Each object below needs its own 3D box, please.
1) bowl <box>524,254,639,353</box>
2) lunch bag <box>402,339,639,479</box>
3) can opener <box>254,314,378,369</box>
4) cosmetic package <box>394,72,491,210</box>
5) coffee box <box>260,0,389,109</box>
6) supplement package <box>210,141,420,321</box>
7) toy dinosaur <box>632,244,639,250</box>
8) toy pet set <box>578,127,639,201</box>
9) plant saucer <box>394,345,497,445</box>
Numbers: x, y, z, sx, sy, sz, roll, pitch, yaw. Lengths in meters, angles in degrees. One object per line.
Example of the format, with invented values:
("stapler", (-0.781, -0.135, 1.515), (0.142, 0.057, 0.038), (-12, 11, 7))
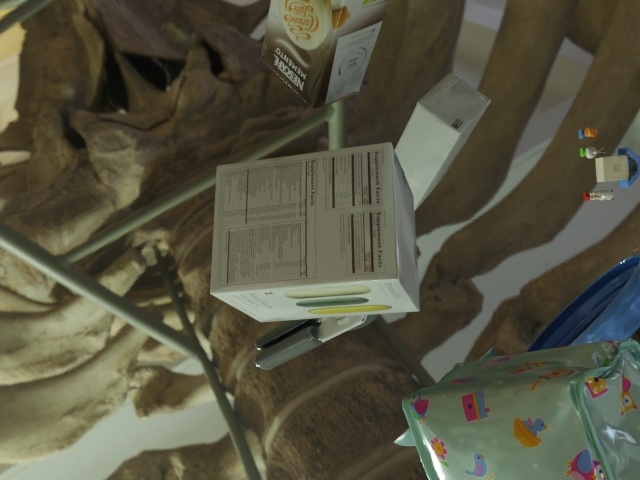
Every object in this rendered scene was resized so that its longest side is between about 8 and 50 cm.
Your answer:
("bowl", (0.579, 0.197, 1.432), (0.077, 0.391, 0.391), (44, -111, 11))
("lunch bag", (0.239, 0.252, 0.668), (0.160, 0.263, 0.223), (-17, 176, -45))
("can opener", (-0.008, 0.171, 1.211), (0.280, 0.093, 0.074), (-29, -137, 30))
("cosmetic package", (0.210, -0.182, 1.240), (0.107, 0.238, 0.127), (36, -127, 13))
("coffee box", (0.009, -0.332, 0.939), (0.098, 0.247, 0.141), (-29, -116, -32))
("supplement package", (0.000, 0.000, 0.975), (0.262, 0.199, 0.198), (-6, -110, 15))
("toy dinosaur", (0.724, -0.003, 1.246), (0.211, 0.064, 0.112), (23, -98, 31))
("toy pet set", (0.471, -0.126, 1.058), (0.065, 0.122, 0.114), (-5, -176, 5))
("plant saucer", (0.295, 0.364, 1.492), (0.317, 0.318, 0.044), (-39, -107, -18))
